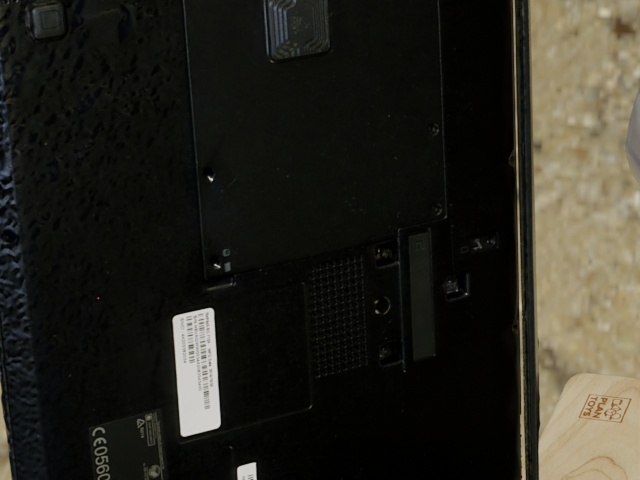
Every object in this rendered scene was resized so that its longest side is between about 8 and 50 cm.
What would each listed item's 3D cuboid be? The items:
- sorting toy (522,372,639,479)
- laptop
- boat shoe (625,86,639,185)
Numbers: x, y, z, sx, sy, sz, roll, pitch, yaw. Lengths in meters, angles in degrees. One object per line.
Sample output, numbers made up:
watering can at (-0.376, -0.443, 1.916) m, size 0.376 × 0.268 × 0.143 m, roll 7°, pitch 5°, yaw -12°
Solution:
sorting toy at (0.214, 0.185, 0.908) m, size 0.255 × 0.257 × 0.089 m, roll 5°, pitch 122°, yaw 23°
laptop at (0.000, 0.000, 0.600) m, size 0.264 × 0.136 × 0.234 m, roll -13°, pitch 109°, yaw -28°
boat shoe at (0.233, -0.072, 0.999) m, size 0.096 × 0.088 × 0.267 m, roll -24°, pitch 152°, yaw -14°
